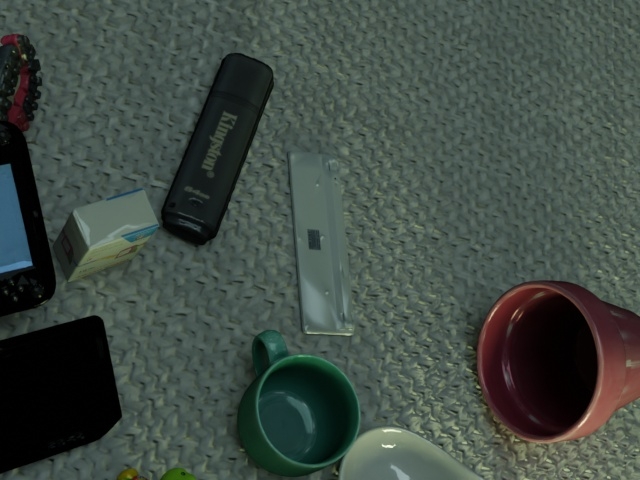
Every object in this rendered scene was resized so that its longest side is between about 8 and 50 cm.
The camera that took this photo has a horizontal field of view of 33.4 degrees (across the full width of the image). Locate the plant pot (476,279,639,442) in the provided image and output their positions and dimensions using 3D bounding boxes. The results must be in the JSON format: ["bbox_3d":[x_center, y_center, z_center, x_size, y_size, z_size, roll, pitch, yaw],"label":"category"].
[{"bbox_3d":[0.333,0.152,1.379,0.180,0.201,0.201,1,67,-41],"label":"plant pot"}]

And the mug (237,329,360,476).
[{"bbox_3d":[-0.030,0.195,1.240,0.129,0.097,0.158,15,62,-17],"label":"mug"}]

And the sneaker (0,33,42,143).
[{"bbox_3d":[-0.405,-0.097,1.205,0.112,0.121,0.299,4,64,10],"label":"sneaker"}]

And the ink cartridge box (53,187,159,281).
[{"bbox_3d":[-0.246,-0.005,1.217,0.088,0.122,0.052,-20,81,-29],"label":"ink cartridge box"}]

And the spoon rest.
[{"bbox_3d":[0.149,0.308,1.280,0.276,0.084,0.137,19,61,-17],"label":"spoon rest"}]

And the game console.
[{"bbox_3d":[-0.340,0.061,1.112,0.213,0.044,0.362,-16,99,-33],"label":"game console"}]

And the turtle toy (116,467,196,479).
[{"bbox_3d":[-0.192,0.289,1.144,0.130,0.066,0.095,-26,81,-31],"label":"turtle toy"}]

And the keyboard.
[{"bbox_3d":[0.000,0.000,1.392,0.072,0.014,0.256,2,67,-18],"label":"keyboard"}]

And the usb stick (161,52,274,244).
[{"bbox_3d":[-0.129,-0.123,1.366,0.077,0.045,0.278,25,60,-13],"label":"usb stick"}]
